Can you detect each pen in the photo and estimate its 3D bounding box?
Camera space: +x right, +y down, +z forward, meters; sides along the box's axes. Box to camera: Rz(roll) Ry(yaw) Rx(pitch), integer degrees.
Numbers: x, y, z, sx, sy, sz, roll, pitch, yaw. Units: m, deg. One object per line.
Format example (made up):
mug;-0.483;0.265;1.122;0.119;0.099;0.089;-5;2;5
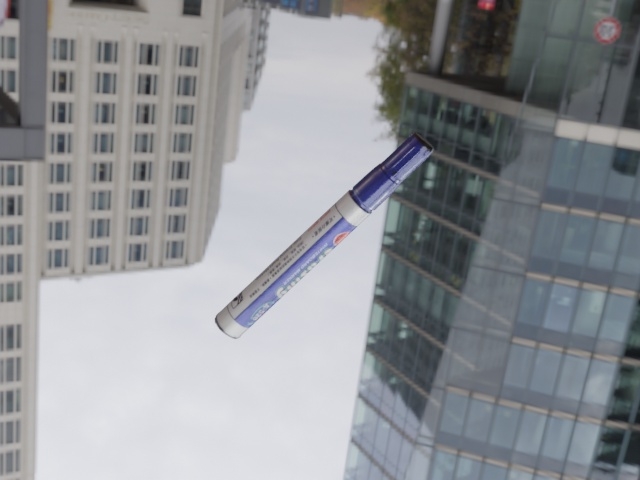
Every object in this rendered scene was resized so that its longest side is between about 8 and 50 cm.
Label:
pen;0.000;0.000;0.577;0.025;0.204;0.025;40;-159;-19
